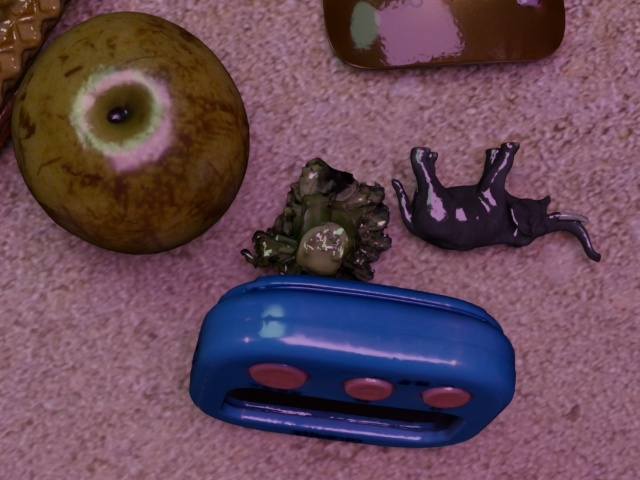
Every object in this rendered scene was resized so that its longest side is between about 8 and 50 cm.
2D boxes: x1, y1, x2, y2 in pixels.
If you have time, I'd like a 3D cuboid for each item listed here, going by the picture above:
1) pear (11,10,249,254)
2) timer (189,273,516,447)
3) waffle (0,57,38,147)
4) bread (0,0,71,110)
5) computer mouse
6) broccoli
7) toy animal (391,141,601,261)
[{"bbox_3d":[-0.209,-0.115,1.570,0.283,0.283,0.284,1,81,-8],"label":"pear"},{"bbox_3d":[0.030,0.138,1.537,0.340,0.309,0.115,8,66,-7],"label":"timer"},{"bbox_3d":[-0.487,-0.125,1.617,0.224,0.098,0.328,34,78,-3],"label":"waffle"},{"bbox_3d":[-0.356,-0.213,1.565,0.084,0.077,0.368,18,70,27],"label":"bread"},{"bbox_3d":[0.159,-0.291,1.746,0.310,0.072,0.158,-4,83,-9],"label":"computer mouse"},{"bbox_3d":[0.008,0.000,1.563,0.145,0.304,0.165,36,94,-1],"label":"broccoli"},{"bbox_3d":[0.216,-0.051,1.711,0.269,0.082,0.137,5,83,-11],"label":"toy animal"}]
